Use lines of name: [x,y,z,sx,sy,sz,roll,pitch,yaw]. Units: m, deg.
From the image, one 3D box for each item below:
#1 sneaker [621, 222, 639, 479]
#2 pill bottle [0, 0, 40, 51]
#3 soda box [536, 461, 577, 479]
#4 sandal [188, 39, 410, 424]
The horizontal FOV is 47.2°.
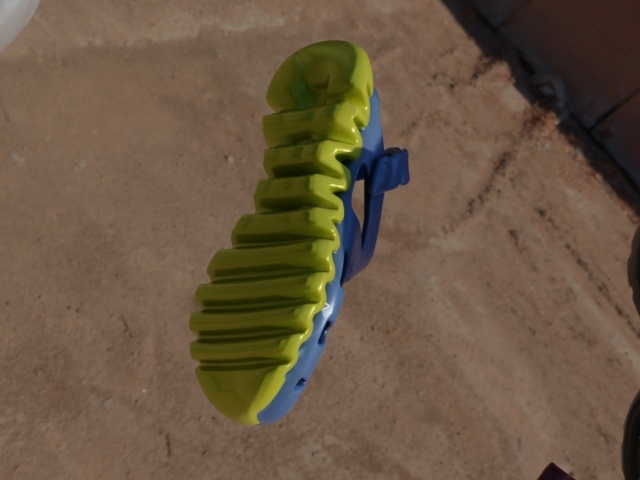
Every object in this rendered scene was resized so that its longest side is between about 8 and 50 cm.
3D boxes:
sneaker: [0.256,0.095,0.458,0.101,0.106,0.267,5,78,-22]
pill bottle: [-0.179,-0.166,0.193,0.210,0.363,0.210,1,88,-15]
soda box: [0.335,0.359,0.781,0.263,0.083,0.092,33,-17,32]
sandal: [0.000,0.000,0.603,0.138,0.126,0.317,37,67,-47]
